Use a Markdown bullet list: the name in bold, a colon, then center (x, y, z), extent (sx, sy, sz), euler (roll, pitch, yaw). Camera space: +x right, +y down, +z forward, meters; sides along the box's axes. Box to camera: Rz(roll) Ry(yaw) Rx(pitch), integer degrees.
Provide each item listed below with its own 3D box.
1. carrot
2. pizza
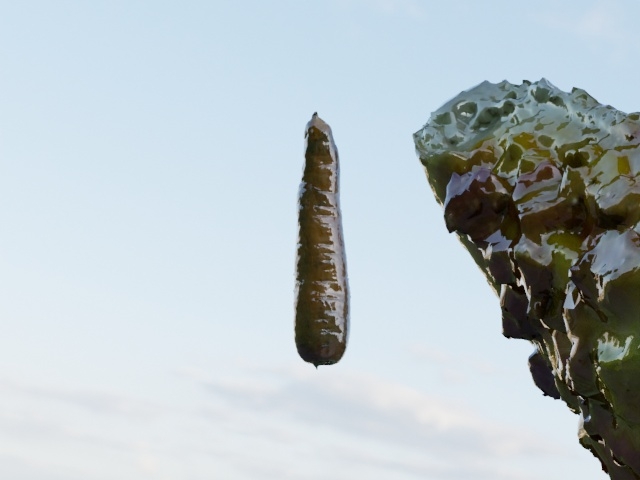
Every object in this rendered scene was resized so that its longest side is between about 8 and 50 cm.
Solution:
- **carrot**: center (0.000, 0.000, 1.353), extent (0.059, 0.248, 0.059), euler (-1, -8, 0)
- **pizza**: center (0.128, 0.046, 0.465), extent (0.289, 0.081, 0.229), euler (55, -13, 12)
